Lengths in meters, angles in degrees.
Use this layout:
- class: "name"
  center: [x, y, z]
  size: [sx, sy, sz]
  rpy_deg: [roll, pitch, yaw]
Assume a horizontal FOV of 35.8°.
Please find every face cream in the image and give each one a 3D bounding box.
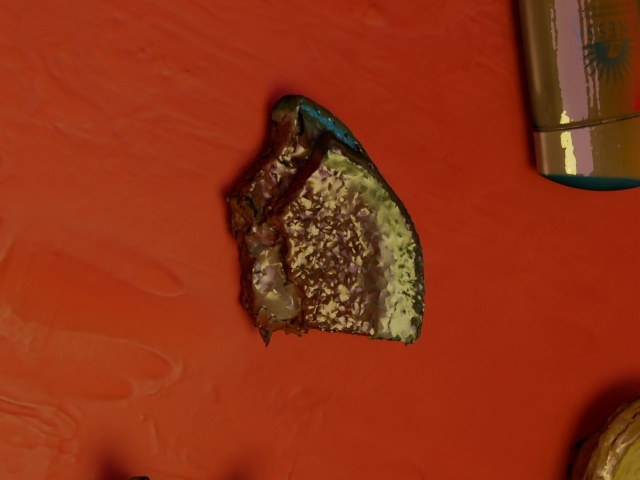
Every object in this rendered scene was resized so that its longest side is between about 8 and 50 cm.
- class: "face cream"
  center: [0.256, -0.184, 0.957]
  size: [0.139, 0.067, 0.284]
  rpy_deg: [-13, 100, -24]

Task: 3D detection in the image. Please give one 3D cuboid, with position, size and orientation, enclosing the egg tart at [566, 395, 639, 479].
- class: "egg tart"
  center: [0.333, 0.255, 1.022]
  size: [0.213, 0.090, 0.212]
  rpy_deg: [-2, 95, -25]

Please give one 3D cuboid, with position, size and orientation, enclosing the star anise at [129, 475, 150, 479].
- class: "star anise"
  center: [-0.126, 0.327, 0.771]
  size: [0.332, 0.118, 0.331]
  rpy_deg: [-8, 105, -31]

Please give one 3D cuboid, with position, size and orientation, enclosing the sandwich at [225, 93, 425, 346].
- class: "sandwich"
  center: [0.008, -0.008, 0.833]
  size: [0.159, 0.079, 0.235]
  rpy_deg: [-14, 101, -26]
